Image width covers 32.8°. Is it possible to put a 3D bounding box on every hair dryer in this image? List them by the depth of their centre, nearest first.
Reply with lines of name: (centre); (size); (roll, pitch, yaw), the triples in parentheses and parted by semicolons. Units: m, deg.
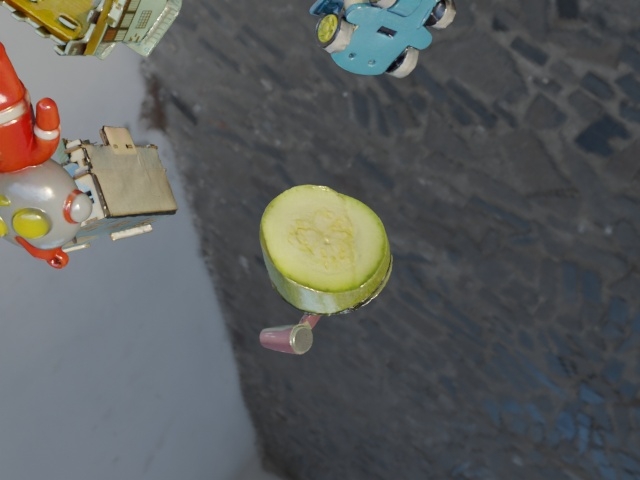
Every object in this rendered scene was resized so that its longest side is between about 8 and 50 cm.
hair dryer: (-0.029, 0.149, 1.989); (0.106, 0.154, 0.054); (0, 122, 52)

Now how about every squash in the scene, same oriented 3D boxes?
squash: (0.011, 0.004, 1.761); (0.220, 0.220, 0.133); (30, 155, 17)

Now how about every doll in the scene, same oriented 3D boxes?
doll: (-0.382, -0.092, 1.325); (0.200, 0.105, 0.336); (3, 133, 21)

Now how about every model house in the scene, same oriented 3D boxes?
model house: (-0.344, -0.390, 1.579); (0.224, 0.215, 0.198); (33, 109, 15)
model house: (-0.391, -0.074, 1.766); (0.206, 0.271, 0.178); (-22, 88, 20)

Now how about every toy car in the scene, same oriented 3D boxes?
toy car: (0.071, -0.268, 1.228); (0.126, 0.098, 0.161); (10, 137, -37)
